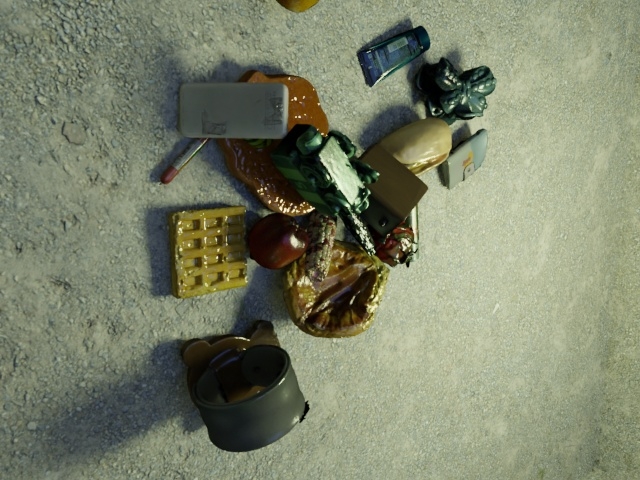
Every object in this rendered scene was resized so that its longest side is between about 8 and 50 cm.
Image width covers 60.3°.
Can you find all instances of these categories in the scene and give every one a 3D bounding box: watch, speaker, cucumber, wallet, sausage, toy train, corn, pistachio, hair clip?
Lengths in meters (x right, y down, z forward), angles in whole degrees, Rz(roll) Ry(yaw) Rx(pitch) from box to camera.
[{"bbox_3d":[-0.190,0.408,1.553,0.335,0.327,0.314,-27,116,-30],"label":"watch"},{"bbox_3d":[0.186,-0.159,1.743,0.231,0.153,0.192,42,61,0],"label":"speaker"},{"bbox_3d":[0.117,-0.049,1.736,0.062,0.078,0.211,-35,117,9],"label":"cucumber"},{"bbox_3d":[0.545,-0.309,2.098,0.231,0.069,0.170,-37,137,-21],"label":"wallet"},{"bbox_3d":[-0.354,-0.229,1.473,0.223,0.029,0.029,-51,125,-16],"label":"sausage"},{"bbox_3d":[0.016,-0.194,1.541,0.167,0.238,0.299,-52,127,-16],"label":"toy train"},{"bbox_3d":[0.000,0.000,1.677,0.092,0.092,0.280,45,36,-34],"label":"corn"},{"bbox_3d":[0.324,-0.317,1.879,0.299,0.187,0.187,-26,115,-24],"label":"pistachio"},{"bbox_3d":[0.475,-0.516,1.943,0.310,0.194,0.206,-3,90,-34],"label":"hair clip"}]

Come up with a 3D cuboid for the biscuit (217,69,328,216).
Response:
[{"bbox_3d":[-0.114,-0.278,1.612,0.350,0.078,0.455,-42,123,-25],"label":"biscuit"}]

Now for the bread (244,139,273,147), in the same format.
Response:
[{"bbox_3d":[-0.158,-0.323,1.490,0.130,0.071,0.139,38,79,-40],"label":"bread"}]

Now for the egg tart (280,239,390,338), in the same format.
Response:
[{"bbox_3d":[0.030,0.153,1.745,0.339,0.153,0.351,20,60,-8],"label":"egg tart"}]

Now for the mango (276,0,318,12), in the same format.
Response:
[{"bbox_3d":[-0.077,-0.781,1.489,0.193,0.146,0.316,-13,94,-35],"label":"mango"}]

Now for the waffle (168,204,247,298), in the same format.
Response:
[{"bbox_3d":[-0.312,0.028,1.547,0.221,0.055,0.248,-8,106,-35],"label":"waffle"}]

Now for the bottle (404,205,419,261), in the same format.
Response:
[{"bbox_3d":[0.309,-0.066,1.970,0.082,0.082,0.286,-16,110,-33],"label":"bottle"}]

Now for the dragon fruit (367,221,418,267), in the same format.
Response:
[{"bbox_3d":[0.238,-0.003,1.874,0.182,0.188,0.182,-24,152,-13],"label":"dragon fruit"}]

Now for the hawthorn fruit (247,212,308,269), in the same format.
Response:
[{"bbox_3d":[-0.133,0.011,1.612,0.188,0.169,0.169,-42,131,22],"label":"hawthorn fruit"}]

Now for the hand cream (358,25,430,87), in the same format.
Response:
[{"bbox_3d":[0.247,-0.616,1.818,0.270,0.061,0.120,-34,117,-20],"label":"hand cream"}]

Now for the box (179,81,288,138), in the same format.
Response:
[{"bbox_3d":[-0.225,-0.336,1.425,0.285,0.044,0.142,3,98,7],"label":"box"}]
